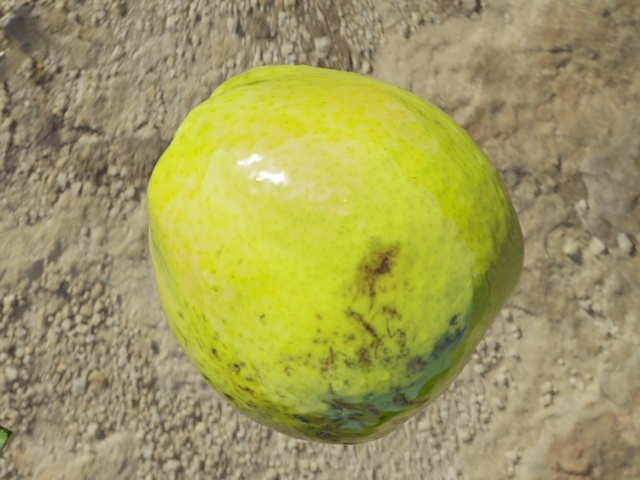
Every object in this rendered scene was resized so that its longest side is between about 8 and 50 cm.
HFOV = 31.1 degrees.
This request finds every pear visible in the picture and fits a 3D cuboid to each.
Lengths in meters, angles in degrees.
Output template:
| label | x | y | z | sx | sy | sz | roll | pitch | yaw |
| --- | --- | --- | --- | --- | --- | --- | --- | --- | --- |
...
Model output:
| label | x | y | z | sx | sy | sz | roll | pitch | yaw |
| --- | --- | --- | --- | --- | --- | --- | --- | --- | --- |
| pear | 0.000 | 0.000 | 1.137 | 0.391 | 0.391 | 0.391 | -1 | 110 | -3 |

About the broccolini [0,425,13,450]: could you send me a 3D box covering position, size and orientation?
| label | x | y | z | sx | sy | sz | roll | pitch | yaw |
| --- | --- | --- | --- | --- | --- | --- | --- | --- | --- |
| broccolini | -0.327 | 0.097 | 0.894 | 0.203 | 0.091 | 0.068 | 46 | 59 | 8 |
